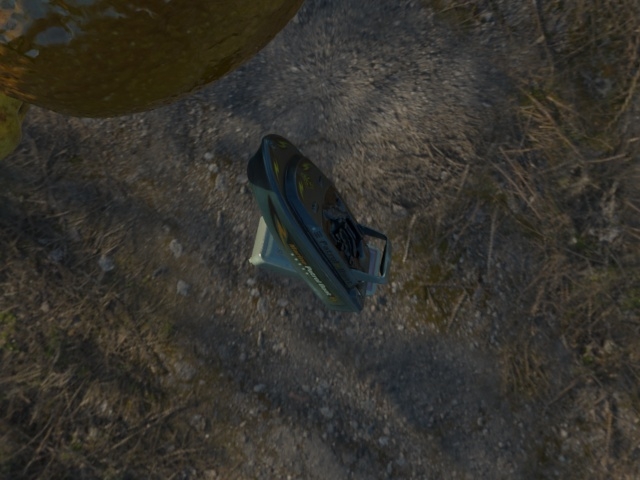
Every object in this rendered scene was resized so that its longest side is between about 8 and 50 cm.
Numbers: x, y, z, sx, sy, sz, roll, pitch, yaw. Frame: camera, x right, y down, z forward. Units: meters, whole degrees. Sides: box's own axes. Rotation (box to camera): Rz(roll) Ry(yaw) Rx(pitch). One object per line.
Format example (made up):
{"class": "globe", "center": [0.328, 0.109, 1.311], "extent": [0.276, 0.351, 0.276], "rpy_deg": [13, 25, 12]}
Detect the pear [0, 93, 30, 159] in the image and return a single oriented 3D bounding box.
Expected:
{"class": "pear", "center": [-0.647, -0.242, 1.015], "extent": [0.314, 0.314, 0.315], "rpy_deg": [0, 105, 0]}

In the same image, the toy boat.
{"class": "toy boat", "center": [-0.002, -0.019, 0.655], "extent": [0.103, 0.093, 0.246], "rpy_deg": [-11, 136, 25]}

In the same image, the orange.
{"class": "orange", "center": [-0.153, -0.260, 0.460], "extent": [0.356, 0.322, 0.322], "rpy_deg": [-16, 104, 20]}

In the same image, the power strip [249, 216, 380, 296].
{"class": "power strip", "center": [0.000, 0.000, 1.015], "extent": [0.215, 0.061, 0.145], "rpy_deg": [20, 71, -25]}
